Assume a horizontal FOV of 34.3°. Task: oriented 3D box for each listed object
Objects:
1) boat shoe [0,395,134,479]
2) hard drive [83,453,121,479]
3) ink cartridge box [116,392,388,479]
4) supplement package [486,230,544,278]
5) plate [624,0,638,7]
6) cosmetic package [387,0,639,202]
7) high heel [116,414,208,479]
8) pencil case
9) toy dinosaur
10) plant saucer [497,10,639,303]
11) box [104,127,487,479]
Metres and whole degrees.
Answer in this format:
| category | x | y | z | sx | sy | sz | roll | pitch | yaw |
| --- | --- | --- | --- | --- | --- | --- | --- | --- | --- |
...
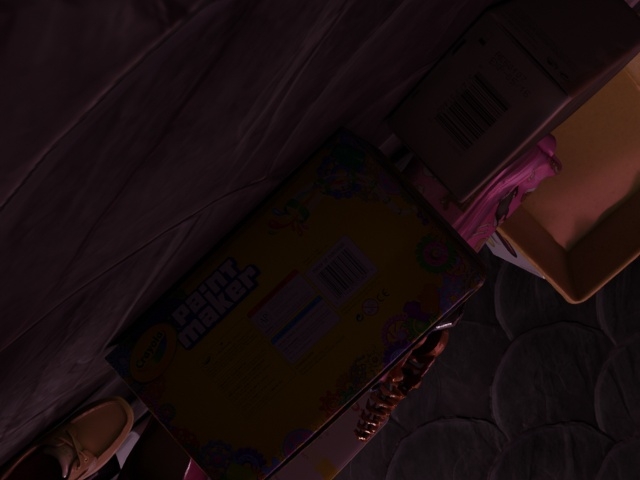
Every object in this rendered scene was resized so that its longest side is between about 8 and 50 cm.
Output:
| category | x | y | z | sx | sy | sz | roll | pitch | yaw |
| --- | --- | --- | --- | --- | --- | --- | --- | --- | --- |
| boat shoe | -0.254 | 0.216 | 1.018 | 0.170 | 0.063 | 0.059 | -40 | 180 | -16 |
| hard drive | -0.335 | 0.326 | 1.340 | 0.172 | 0.054 | 0.254 | -41 | 174 | -12 |
| ink cartridge box | -0.111 | 0.334 | 1.769 | 0.385 | 0.279 | 0.160 | -38 | 173 | -37 |
| supplement package | 0.316 | -0.077 | 1.671 | 0.149 | 0.203 | 0.194 | -41 | -162 | -5 |
| plate | 0.369 | -0.293 | 1.510 | 0.278 | 0.045 | 0.277 | -38 | 173 | -35 |
| cosmetic package | 0.213 | -0.168 | 1.059 | 0.160 | 0.113 | 0.309 | -47 | 172 | 37 |
| high heel | -0.201 | 0.239 | 1.280 | 0.181 | 0.127 | 0.377 | 14 | 117 | -52 |
| pencil case | 0.128 | -0.002 | 1.294 | 0.386 | 0.167 | 0.160 | -51 | 153 | -3 |
| toy dinosaur | 0.103 | 0.104 | 1.416 | 0.218 | 0.164 | 0.322 | 11 | -122 | 52 |
| plant saucer | 0.389 | -0.119 | 1.494 | 0.333 | 0.333 | 0.081 | -43 | -152 | 11 |
| box | -0.004 | 0.064 | 0.996 | 0.290 | 0.177 | 0.279 | -43 | 174 | 7 |
